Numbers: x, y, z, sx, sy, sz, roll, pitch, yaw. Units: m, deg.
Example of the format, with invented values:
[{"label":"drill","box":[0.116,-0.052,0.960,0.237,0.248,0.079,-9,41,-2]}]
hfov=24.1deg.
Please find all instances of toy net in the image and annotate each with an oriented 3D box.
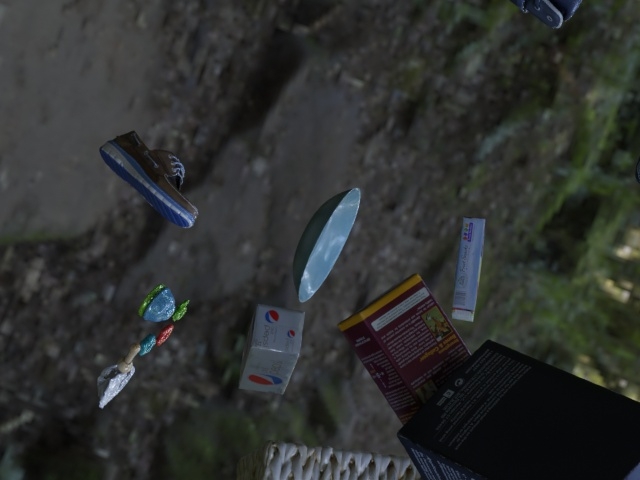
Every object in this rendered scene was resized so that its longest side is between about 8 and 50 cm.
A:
[{"label":"toy net","box":[-0.316,0.182,2.563,0.232,0.045,0.122,-53,169,-2]}]

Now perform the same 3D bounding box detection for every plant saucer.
[{"label":"plant saucer","box":[0.000,0.000,2.282,0.195,0.037,0.195,-58,166,-23]}]

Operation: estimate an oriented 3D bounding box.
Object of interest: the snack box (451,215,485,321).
[{"label":"snack box","box":[0.221,0.044,2.242,0.100,0.037,0.141,72,26,-78]}]

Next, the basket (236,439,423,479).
[{"label":"basket","box":[0.007,0.456,2.098,0.328,0.266,0.331,128,-27,-72]}]

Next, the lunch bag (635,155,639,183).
[{"label":"lunch bag","box":[0.488,-0.109,1.830,0.176,0.090,0.219,-62,-161,10]}]

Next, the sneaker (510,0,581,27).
[{"label":"sneaker","box":[0.159,-0.266,1.286,0.086,0.163,0.226,-55,160,5]}]

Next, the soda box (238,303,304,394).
[{"label":"soda box","box":[-0.074,0.164,2.219,0.216,0.073,0.069,110,-12,-68]}]

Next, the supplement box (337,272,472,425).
[{"label":"supplement box","box":[0.123,0.152,1.905,0.104,0.188,0.081,-33,179,-26]}]

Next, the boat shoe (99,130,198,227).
[{"label":"boat shoe","box":[-0.221,-0.091,2.027,0.066,0.183,0.066,-42,155,-16]}]

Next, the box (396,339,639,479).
[{"label":"box","box":[0.309,0.332,1.790,0.179,0.312,0.343,-43,125,-19]}]
